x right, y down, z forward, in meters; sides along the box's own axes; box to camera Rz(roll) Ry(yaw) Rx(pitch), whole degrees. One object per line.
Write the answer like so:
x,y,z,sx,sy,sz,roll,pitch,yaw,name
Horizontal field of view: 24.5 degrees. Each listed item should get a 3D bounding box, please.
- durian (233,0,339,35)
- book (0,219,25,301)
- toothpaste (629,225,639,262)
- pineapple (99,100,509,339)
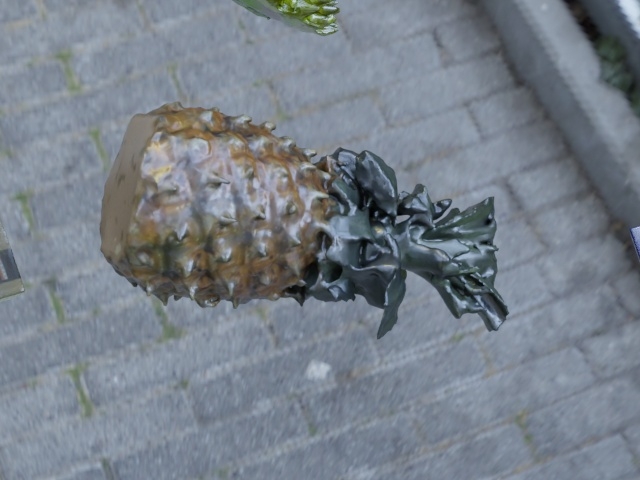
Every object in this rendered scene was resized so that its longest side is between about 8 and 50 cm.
-0.116,-0.258,1.094,0.355,0.169,0.157,33,56,-20,durian
-0.426,-0.016,1.340,0.310,0.021,0.217,-18,86,-50,book
0.469,-0.022,1.438,0.320,0.066,0.076,-19,62,13,toothpaste
0.000,0.000,1.084,0.310,0.141,0.170,12,37,-20,pineapple
